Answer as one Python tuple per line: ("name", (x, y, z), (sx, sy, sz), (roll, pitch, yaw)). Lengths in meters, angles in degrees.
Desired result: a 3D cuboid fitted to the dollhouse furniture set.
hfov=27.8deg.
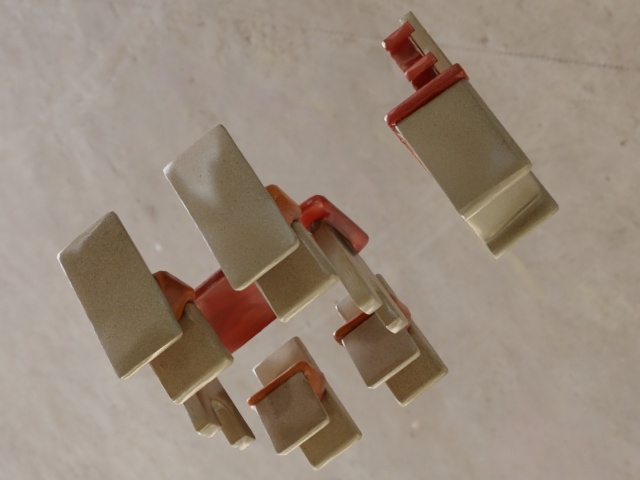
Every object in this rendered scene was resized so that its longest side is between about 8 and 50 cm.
("dollhouse furniture set", (0.000, 0.000, 0.785), (0.135, 0.259, 0.262), (56, -172, 30))
